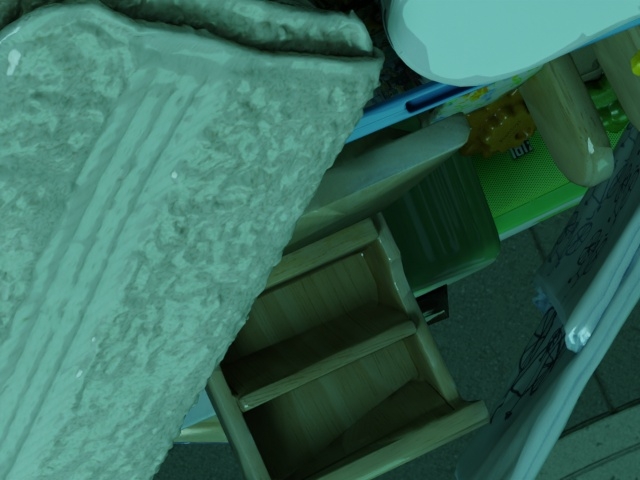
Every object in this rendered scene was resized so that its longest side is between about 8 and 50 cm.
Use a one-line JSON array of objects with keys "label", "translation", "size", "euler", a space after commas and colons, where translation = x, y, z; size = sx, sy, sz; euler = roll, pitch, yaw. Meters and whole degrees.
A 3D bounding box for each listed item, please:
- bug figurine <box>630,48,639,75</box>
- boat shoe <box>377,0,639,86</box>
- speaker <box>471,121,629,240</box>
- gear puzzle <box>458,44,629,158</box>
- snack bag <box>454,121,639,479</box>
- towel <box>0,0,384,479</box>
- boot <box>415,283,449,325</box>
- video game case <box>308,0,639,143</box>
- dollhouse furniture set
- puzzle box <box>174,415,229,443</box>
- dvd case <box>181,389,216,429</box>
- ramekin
[{"label": "bug figurine", "translation": [0.181, -0.172, 0.623], "size": [0.216, 0.072, 0.279], "euler": [10, 139, -46]}, {"label": "boat shoe", "translation": [0.164, -0.166, 0.796], "size": [0.301, 0.102, 0.108], "euler": [-22, 133, 14]}, {"label": "speaker", "translation": [0.200, -0.089, 1.607], "size": [0.296, 0.131, 0.131], "euler": [-27, 174, 35]}, {"label": "gear puzzle", "translation": [0.256, -0.140, 1.395], "size": [0.339, 0.044, 0.175], "euler": [-22, 149, -8]}, {"label": "snack bag", "translation": [0.170, 0.051, 1.264], "size": [0.342, 0.037, 0.323], "euler": [-62, 179, 7]}, {"label": "towel", "translation": [-0.100, 0.011, 0.760], "size": [0.187, 0.049, 0.282], "euler": [6, 122, -41]}, {"label": "boot", "translation": [0.057, 0.071, 1.476], "size": [0.114, 0.037, 0.106], "euler": [-28, 177, 4]}, {"label": "video game case", "translation": [0.064, -0.112, 0.873], "size": [0.166, 0.119, 0.015], "euler": [-22, 133, 4]}, {"label": "dollhouse furniture set", "translation": [0.007, 0.023, 1.100], "size": [0.362, 0.256, 0.394], "euler": [-25, 177, -12]}, {"label": "puzzle box", "translation": [-0.267, 0.153, 1.594], "size": [0.409, 0.052, 0.272], "euler": [0, 174, -1]}, {"label": "dvd case", "translation": [-0.073, 0.031, 1.343], "size": [0.253, 0.180, 0.022], "euler": [-23, -167, -1]}, {"label": "ramekin", "translation": [0.000, 0.000, 1.508], "size": [0.303, 0.148, 0.303], "euler": [-23, 175, -2]}]
